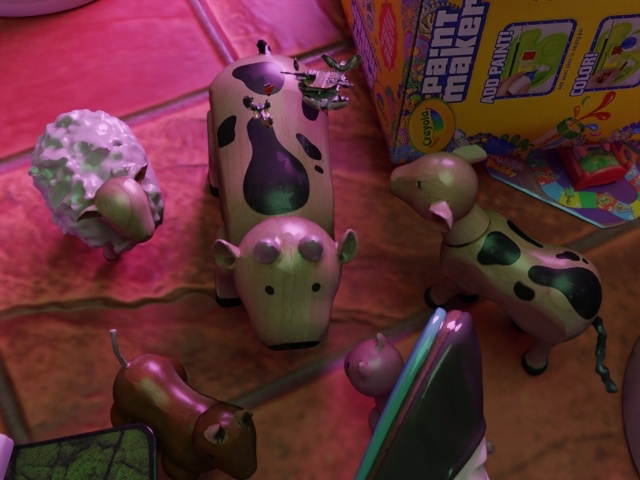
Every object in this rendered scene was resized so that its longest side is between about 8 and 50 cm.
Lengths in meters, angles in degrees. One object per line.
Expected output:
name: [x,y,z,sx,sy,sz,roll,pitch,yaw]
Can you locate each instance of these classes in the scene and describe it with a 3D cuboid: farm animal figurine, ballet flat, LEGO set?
farm animal figurine: [0.000,0.000,0.591,0.330,0.172,0.327,-19,66,-15]
ballet flat: [0.038,0.174,0.497,0.096,0.095,0.280,31,103,9]
LEGO set: [-0.008,-0.093,0.564,0.083,0.023,0.054,-17,50,-7]

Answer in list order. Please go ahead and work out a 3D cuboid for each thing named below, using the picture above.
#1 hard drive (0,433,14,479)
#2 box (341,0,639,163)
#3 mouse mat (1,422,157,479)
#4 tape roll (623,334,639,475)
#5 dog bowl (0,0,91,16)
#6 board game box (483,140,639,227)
hard drive: [-0.315,0.241,0.482,0.203,0.040,0.307,11,68,0]
box: [0.165,-0.233,0.707,0.279,0.177,0.290,-7,53,-10]
mouse mat: [-0.182,0.195,0.521,0.190,0.007,0.152,-13,62,14]
tape roll: [0.347,0.104,0.578,0.246,0.169,0.246,3,61,-5]
dog bowl: [-0.270,-0.330,0.773,0.265,0.104,0.265,3,62,-5]
board game box: [0.216,-0.089,0.742,0.169,0.033,0.133,26,62,8]
